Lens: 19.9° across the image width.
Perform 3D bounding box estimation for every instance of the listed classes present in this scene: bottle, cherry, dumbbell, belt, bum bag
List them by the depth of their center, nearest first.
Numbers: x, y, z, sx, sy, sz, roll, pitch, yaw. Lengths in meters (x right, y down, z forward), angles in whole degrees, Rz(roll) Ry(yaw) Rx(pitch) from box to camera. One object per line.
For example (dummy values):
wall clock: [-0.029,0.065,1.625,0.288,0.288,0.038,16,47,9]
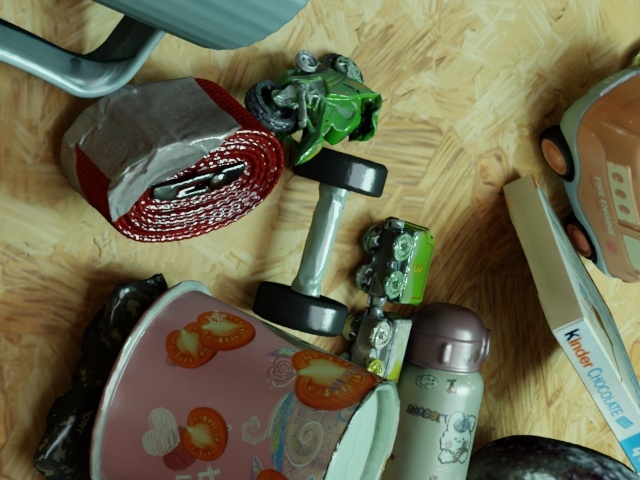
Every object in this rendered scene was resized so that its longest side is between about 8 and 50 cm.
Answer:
belt: [-0.147,-0.082,1.743,0.201,0.124,0.128,-13,134,-37]
bum bag: [-0.212,0.143,1.788,0.102,0.069,0.248,31,79,-77]
dumbbell: [0.000,0.000,1.915,0.100,0.100,0.191,12,95,-44]
bottle: [0.129,0.187,2.083,0.110,0.110,0.233,4,101,-43]
cherry: [0.267,0.355,2.172,0.218,0.296,0.255,-52,136,-55]

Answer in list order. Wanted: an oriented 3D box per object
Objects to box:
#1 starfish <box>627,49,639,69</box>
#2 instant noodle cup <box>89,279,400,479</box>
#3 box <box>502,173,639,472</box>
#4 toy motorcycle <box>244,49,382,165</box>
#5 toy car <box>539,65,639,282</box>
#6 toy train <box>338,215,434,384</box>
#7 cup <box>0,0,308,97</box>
starfish: [0.448,-0.227,2.277,0.236,0.062,0.277,-55,131,-13]
instant noodle cup: [-0.067,0.189,1.771,0.243,0.231,0.243,-53,154,-40]
box: [0.309,0.097,2.137,0.048,0.265,0.273,-26,128,11]
toy motorcycle: [0.001,-0.135,1.863,0.074,0.106,0.190,-46,170,37]
toy car: [0.403,-0.065,2.158,0.180,0.212,0.270,-30,123,-16]
toy train: [0.073,0.073,2.032,0.081,0.060,0.202,3,103,-49]
cup: [-0.166,-0.291,1.568,0.311,0.257,0.331,21,87,-45]
